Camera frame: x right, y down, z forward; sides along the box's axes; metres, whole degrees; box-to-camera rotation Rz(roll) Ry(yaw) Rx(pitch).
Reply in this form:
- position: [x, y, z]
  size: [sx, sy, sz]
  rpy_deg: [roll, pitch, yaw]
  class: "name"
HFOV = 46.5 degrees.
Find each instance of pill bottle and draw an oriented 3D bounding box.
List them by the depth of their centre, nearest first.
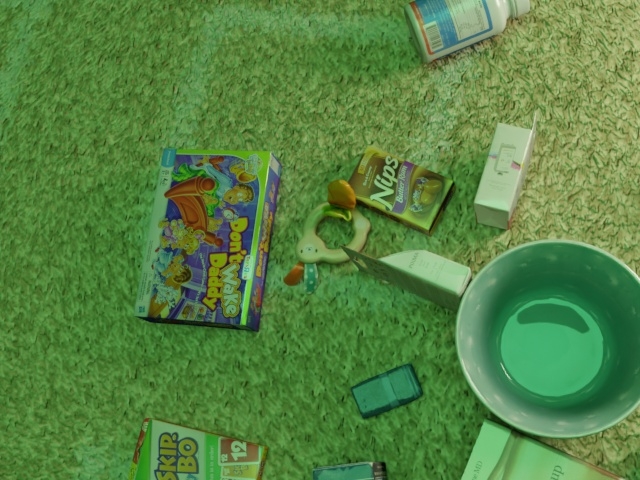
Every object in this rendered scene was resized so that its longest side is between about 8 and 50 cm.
- position: [0.285, -0.442, 1.451]
  size: [0.221, 0.124, 0.124]
  rpy_deg: [-21, 70, 6]
  class: "pill bottle"

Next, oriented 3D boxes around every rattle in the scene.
- position: [0.000, 0.000, 1.390]
  size: [0.200, 0.143, 0.130]
  rpy_deg: [-42, 87, -7]
  class: "rattle"

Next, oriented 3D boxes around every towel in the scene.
- position: [0.119, 0.270, 1.336]
  size: [0.119, 0.029, 0.067]
  rpy_deg: [-23, 70, 6]
  class: "towel"

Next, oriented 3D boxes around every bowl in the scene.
- position: [0.382, 0.168, 1.228]
  size: [0.311, 0.163, 0.311]
  rpy_deg: [-4, 73, 12]
  class: "bowl"

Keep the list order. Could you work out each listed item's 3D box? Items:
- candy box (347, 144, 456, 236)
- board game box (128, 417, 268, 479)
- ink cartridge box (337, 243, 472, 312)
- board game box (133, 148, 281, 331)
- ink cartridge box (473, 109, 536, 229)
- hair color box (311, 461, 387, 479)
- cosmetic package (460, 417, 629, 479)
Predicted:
- position: [0.149, -0.095, 1.423]
  size: [0.187, 0.053, 0.109]
  rpy_deg: [25, 82, 21]
  class: "candy box"
- position: [-0.234, 0.414, 1.382]
  size: [0.259, 0.039, 0.124]
  rpy_deg: [8, 76, 19]
  class: "board game box"
- position: [0.158, 0.052, 1.309]
  size: [0.225, 0.181, 0.056]
  rpy_deg: [25, 81, 21]
  class: "ink cartridge box"
- position: [-0.218, -0.005, 1.474]
  size: [0.233, 0.078, 0.347]
  rpy_deg: [3, 75, 15]
  class: "board game box"
- position: [0.337, -0.132, 1.352]
  size: [0.067, 0.115, 0.198]
  rpy_deg: [16, 78, 18]
  class: "ink cartridge box"
- position: [0.069, 0.537, 1.193]
  size: [0.105, 0.174, 0.347]
  rpy_deg: [-9, 73, 10]
  class: "hair color box"
- position: [0.374, 0.409, 1.178]
  size: [0.296, 0.129, 0.153]
  rpy_deg: [20, 81, 19]
  class: "cosmetic package"
